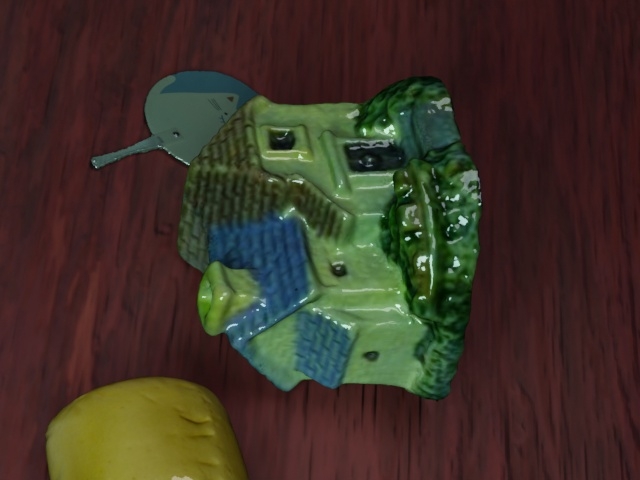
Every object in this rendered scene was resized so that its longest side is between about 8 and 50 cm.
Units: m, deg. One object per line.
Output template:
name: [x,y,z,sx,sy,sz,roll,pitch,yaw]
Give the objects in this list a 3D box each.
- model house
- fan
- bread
model house: [0.000,0.000,1.436,0.189,0.195,0.214,-1,50,-13]
fan: [-0.110,-0.086,1.577,0.175,0.005,0.113,-22,63,-34]
bread: [-0.094,0.220,1.275,0.142,0.091,0.305,3,52,-27]
